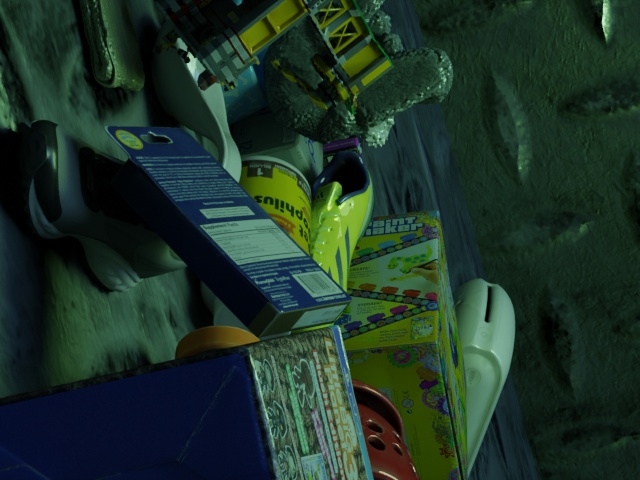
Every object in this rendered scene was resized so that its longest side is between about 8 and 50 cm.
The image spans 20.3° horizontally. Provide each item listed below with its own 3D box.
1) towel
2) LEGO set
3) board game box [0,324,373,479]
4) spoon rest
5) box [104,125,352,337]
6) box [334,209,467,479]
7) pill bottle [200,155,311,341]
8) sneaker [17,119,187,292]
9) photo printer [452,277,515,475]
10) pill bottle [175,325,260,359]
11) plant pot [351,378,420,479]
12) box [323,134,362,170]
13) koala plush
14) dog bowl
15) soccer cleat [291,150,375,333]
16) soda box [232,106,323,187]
[{"bbox_3d":[-0.212,-0.221,1.775,0.110,0.027,0.148,-9,85,-78],"label":"towel"},{"bbox_3d":[-0.097,-0.250,1.870,0.331,0.192,0.255,51,-2,23],"label":"LEGO set"},{"bbox_3d":[-0.109,0.163,1.385,0.291,0.232,0.141,0,77,-77],"label":"board game box"},{"bbox_3d":[-0.130,-0.126,1.903,0.137,0.084,0.276,56,25,-52],"label":"spoon rest"},{"bbox_3d":[-0.085,-0.011,1.507,0.225,0.036,0.136,47,21,17],"label":"box"},{"bbox_3d":[0.083,0.163,2.231,0.279,0.177,0.290,-83,164,-56],"label":"box"},{"bbox_3d":[-0.069,0.015,1.944,0.215,0.117,0.117,-89,161,-46],"label":"pill bottle"},{"bbox_3d":[-0.182,-0.038,1.551,0.271,0.108,0.100,46,35,-63],"label":"sneaker"},{"bbox_3d":[0.198,0.217,2.592,0.256,0.107,0.307,-71,179,-67],"label":"photo printer"},{"bbox_3d":[-0.093,0.200,1.644,0.130,0.130,0.245,62,20,-49],"label":"pill bottle"},{"bbox_3d":[0.010,0.257,1.915,0.174,0.191,0.191,-101,171,-54],"label":"plant pot"},{"bbox_3d":[0.000,-0.146,2.395,0.162,0.116,0.029,-85,160,-52],"label":"box"},{"bbox_3d":[0.031,-0.202,2.153,0.196,0.203,0.221,54,2,2],"label":"koala plush"},{"bbox_3d":[-0.105,-0.268,2.168,0.297,0.074,0.166,-90,162,-45],"label":"dog bowl"},{"bbox_3d":[-0.001,0.000,2.060,0.289,0.093,0.121,-68,163,-54],"label":"soccer cleat"},{"bbox_3d":[-0.051,-0.176,2.264,0.286,0.091,0.098,-90,162,-45],"label":"soda box"}]
